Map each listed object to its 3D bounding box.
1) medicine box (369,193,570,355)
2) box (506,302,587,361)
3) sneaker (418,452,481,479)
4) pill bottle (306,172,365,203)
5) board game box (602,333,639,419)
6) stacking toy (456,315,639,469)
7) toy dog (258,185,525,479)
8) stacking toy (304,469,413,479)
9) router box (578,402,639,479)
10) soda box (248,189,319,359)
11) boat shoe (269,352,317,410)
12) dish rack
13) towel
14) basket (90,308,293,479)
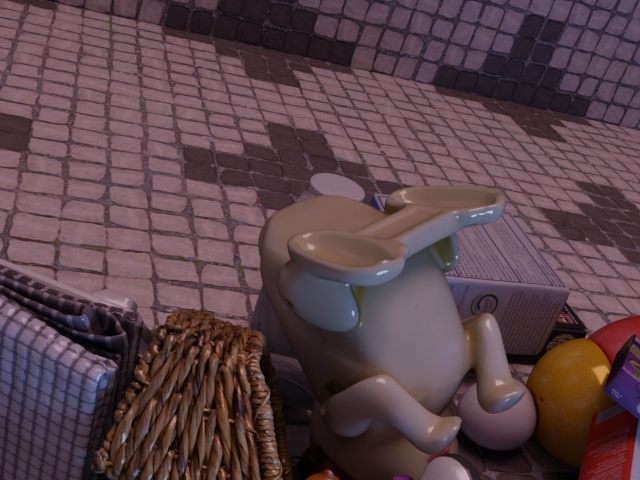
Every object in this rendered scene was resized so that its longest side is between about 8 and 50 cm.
[{"bbox_3d":[0.235,0.057,1.437,0.290,0.149,0.263,5,31,-16],"label":"medicine box"},{"bbox_3d":[0.309,0.088,1.668,0.319,0.097,0.394,6,31,-16],"label":"box"},{"bbox_3d":[0.073,0.332,0.781,0.145,0.269,0.090,22,-15,-35],"label":"sneaker"},{"bbox_3d":[0.000,0.000,1.496,0.131,0.229,0.131,14,28,-8],"label":"pill bottle"},{"bbox_3d":[0.535,0.267,1.067,0.347,0.056,0.208,40,16,16],"label":"board game box"},{"bbox_3d":[0.453,0.264,1.316,0.481,0.350,0.350,-5,31,-4],"label":"stacking toy"},{"bbox_3d":[0.058,0.159,1.069,0.396,0.407,0.285,4,22,36],"label":"toy dog"},{"bbox_3d":[0.112,0.337,0.940,0.302,0.175,0.166,14,19,22],"label":"stacking toy"},{"bbox_3d":[0.456,0.410,1.027,0.335,0.082,0.301,53,32,-2],"label":"router box"},{"bbox_3d":[-0.040,0.073,1.280,0.091,0.286,0.098,23,28,5],"label":"soda box"},{"bbox_3d":[-0.097,0.211,1.236,0.228,0.079,0.081,22,37,18],"label":"boat shoe"},{"bbox_3d":[-0.361,0.089,1.106,0.333,0.285,0.072,22,72,4],"label":"dish rack"},{"bbox_3d":[-0.333,0.165,0.939,0.235,0.283,0.121,24,33,11],"label":"towel"},{"bbox_3d":[-0.091,0.215,0.949,0.223,0.213,0.299,22,-16,7],"label":"basket"}]
